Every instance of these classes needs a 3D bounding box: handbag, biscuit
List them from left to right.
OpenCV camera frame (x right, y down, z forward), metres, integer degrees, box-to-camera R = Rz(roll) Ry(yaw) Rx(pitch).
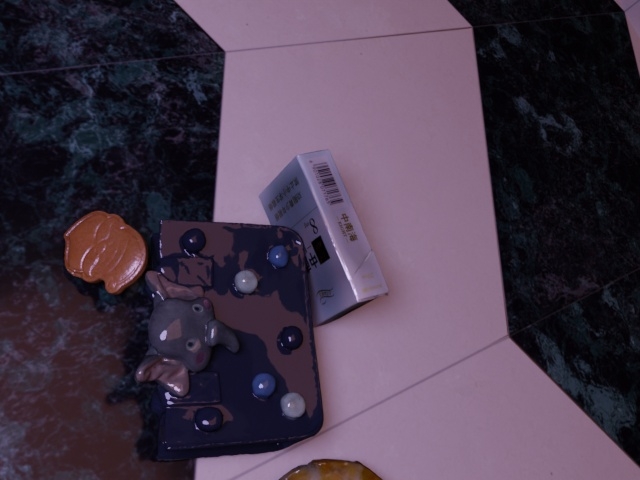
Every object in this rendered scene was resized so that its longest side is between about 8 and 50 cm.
[{"bbox_3d":[-0.297,0.014,0.898,0.130,0.019,0.102,29,79,17],"label":"biscuit"},{"bbox_3d":[-0.137,0.131,0.921,0.268,0.118,0.326,3,66,-28],"label":"handbag"}]

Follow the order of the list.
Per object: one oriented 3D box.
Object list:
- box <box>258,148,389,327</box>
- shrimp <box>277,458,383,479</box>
[{"bbox_3d":[0.000,0.000,1.028,0.067,0.155,0.243,-16,79,-32],"label":"box"},{"bbox_3d":[0.014,0.519,0.858,0.271,0.085,0.446,6,64,-21],"label":"shrimp"}]
